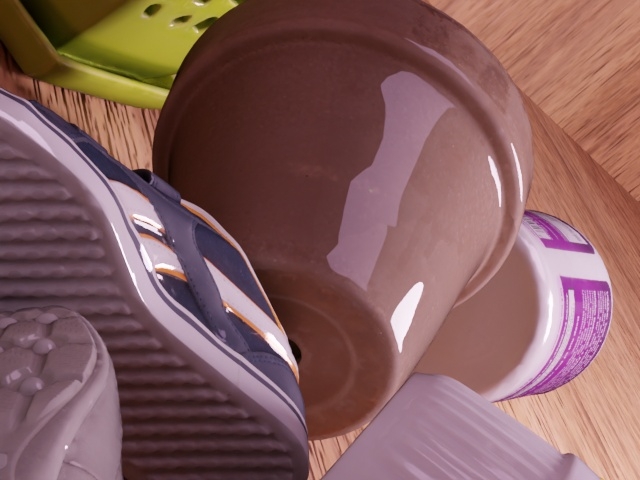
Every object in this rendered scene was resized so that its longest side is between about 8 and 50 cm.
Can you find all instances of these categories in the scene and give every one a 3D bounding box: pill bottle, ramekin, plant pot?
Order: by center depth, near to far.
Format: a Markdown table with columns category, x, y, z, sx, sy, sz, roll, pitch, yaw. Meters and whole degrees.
| category | x | y | z | sx | sy | sz | roll | pitch | yaw |
| --- | --- | --- | --- | --- | --- | --- | --- | --- | --- |
| ramekin | 0.035 | 0.162 | 0.861 | 0.109 | 0.207 | 0.207 | 42 | 16 | 5 |
| plant pot | 0.000 | 0.000 | 1.097 | 0.263 | 0.263 | 0.229 | 43 | 34 | -20 |
| plant pot | -0.145 | -0.231 | 1.247 | 0.228 | 0.207 | 0.227 | 55 | 18 | 17 |
| pill bottle | 0.158 | 0.054 | 1.476 | 0.169 | 0.169 | 0.301 | 54 | 17 | 16 |

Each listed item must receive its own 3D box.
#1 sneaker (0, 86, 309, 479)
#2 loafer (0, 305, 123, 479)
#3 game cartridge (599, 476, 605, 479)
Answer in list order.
| category | x | y | z | sx | sy | sz | roll | pitch | yaw |
| --- | --- | --- | --- | --- | --- | --- | --- | --- | --- |
| sneaker | -0.127 | 0.017 | 0.895 | 0.321 | 0.126 | 0.127 | 51 | 17 | -31 |
| loafer | -0.131 | 0.129 | 0.694 | 0.319 | 0.112 | 0.112 | -97 | 179 | -64 |
| game cartridge | 0.305 | 0.365 | 1.373 | 0.285 | 0.052 | 0.324 | 46 | 15 | -10 |
